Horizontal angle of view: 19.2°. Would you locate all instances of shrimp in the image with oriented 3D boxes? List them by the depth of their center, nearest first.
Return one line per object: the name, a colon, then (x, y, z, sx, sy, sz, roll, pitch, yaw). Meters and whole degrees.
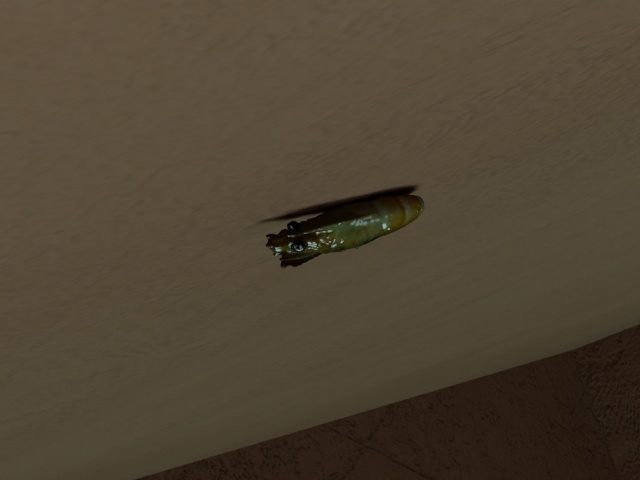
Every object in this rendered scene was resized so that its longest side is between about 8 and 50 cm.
shrimp: (0.000, 0.000, 0.969, 0.114, 0.023, 0.083, -17, 175, -46)
